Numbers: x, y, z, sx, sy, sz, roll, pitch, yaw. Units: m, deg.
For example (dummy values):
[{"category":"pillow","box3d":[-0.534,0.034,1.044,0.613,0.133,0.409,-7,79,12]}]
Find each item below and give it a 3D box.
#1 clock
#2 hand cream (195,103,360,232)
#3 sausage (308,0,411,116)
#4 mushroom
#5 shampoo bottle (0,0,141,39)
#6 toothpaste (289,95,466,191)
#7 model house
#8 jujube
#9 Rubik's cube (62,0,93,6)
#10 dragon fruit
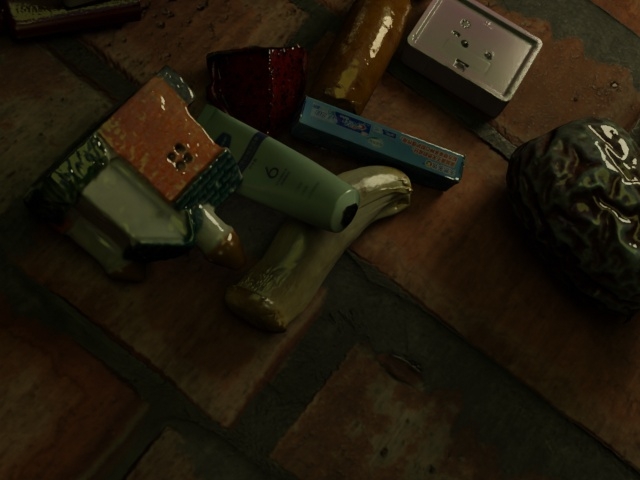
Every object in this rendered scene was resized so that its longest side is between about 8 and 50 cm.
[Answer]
[{"category":"clock","box3d":[0.249,-0.314,1.838,0.197,0.063,0.150,31,66,3]},{"category":"hand cream","box3d":[-0.078,-0.100,1.632,0.320,0.067,0.109,27,83,30]},{"category":"sausage","box3d":[0.069,-0.313,1.783,0.109,0.109,0.270,26,63,0]},{"category":"mushroom","box3d":[0.000,0.000,1.653,0.351,0.095,0.123,-43,102,-22]},{"category":"shampoo bottle","box3d":[-0.418,-0.370,1.727,0.260,0.064,0.102,-13,72,-16]},{"category":"toothpaste","box3d":[0.089,-0.149,1.722,0.272,0.066,0.053,20,70,-11]},{"category":"model house","box3d":[-0.235,-0.055,1.600,0.301,0.190,0.271,45,64,-7]},{"category":"jujube","box3d":[0.428,-0.037,1.689,0.226,0.226,0.317,-29,82,-20]},{"category":"Rubik's cube","box3d":[-0.286,-0.581,1.612,0.318,0.316,0.322,-17,75,-10]},{"category":"dragon fruit","box3d":[-0.097,-0.232,1.737,0.127,0.120,0.161,-5,96,-54]}]
